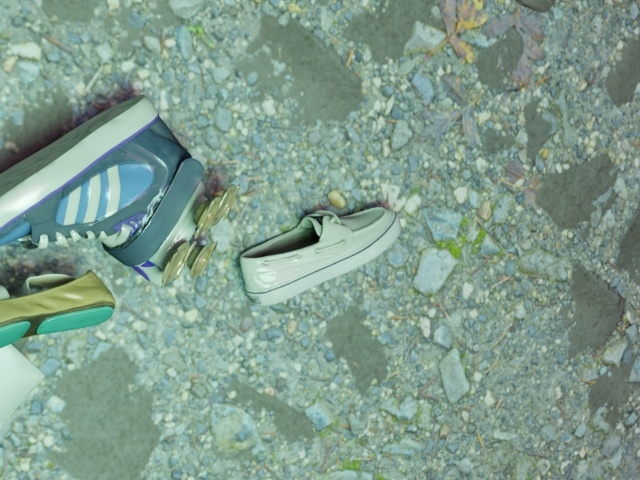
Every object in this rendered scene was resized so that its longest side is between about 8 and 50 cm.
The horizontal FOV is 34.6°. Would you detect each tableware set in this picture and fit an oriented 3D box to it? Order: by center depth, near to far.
[{"bbox_3d":[-0.154,-0.006,1.351,0.020,0.169,0.141,30,103,7],"label":"tableware set"}]

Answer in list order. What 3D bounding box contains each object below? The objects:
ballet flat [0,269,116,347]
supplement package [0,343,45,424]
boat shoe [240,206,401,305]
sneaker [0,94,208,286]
[{"bbox_3d":[-0.352,0.083,1.214,0.232,0.080,0.073,-11,66,-47],"label":"ballet flat"},{"bbox_3d":[-0.443,0.135,1.247,0.105,0.105,0.179,-49,120,-16],"label":"supplement package"},{"bbox_3d":[0.000,0.000,1.519,0.267,0.096,0.088,-25,117,-18],"label":"boat shoe"},{"bbox_3d":[-0.282,-0.011,1.303,0.323,0.130,0.236,-40,115,-27],"label":"sneaker"}]
